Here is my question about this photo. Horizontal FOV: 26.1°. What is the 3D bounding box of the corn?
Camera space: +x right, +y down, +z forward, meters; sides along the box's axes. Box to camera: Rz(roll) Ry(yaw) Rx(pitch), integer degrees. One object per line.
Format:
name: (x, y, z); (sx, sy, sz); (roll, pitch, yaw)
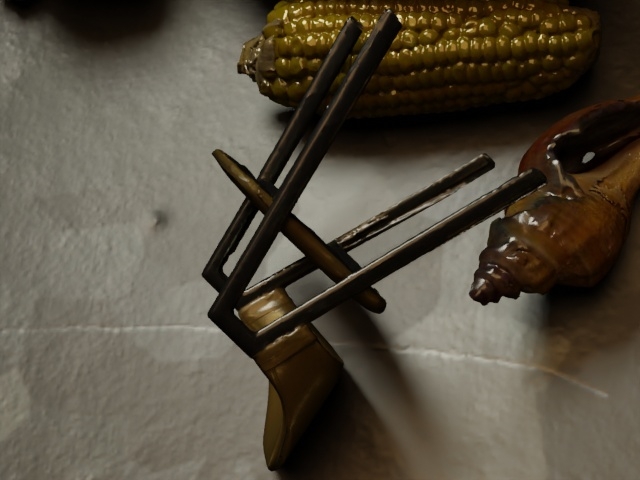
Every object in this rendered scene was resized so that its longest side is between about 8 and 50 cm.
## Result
corn: (0.067, -0.136, 0.977); (0.262, 0.097, 0.097); (-2, 62, 14)

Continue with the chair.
chair: (0.000, 0.000, 0.866); (0.247, 0.159, 0.172); (-43, 100, 0)

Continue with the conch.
conch: (0.170, -0.035, 0.908); (0.080, 0.086, 0.232); (-20, 33, 52)
